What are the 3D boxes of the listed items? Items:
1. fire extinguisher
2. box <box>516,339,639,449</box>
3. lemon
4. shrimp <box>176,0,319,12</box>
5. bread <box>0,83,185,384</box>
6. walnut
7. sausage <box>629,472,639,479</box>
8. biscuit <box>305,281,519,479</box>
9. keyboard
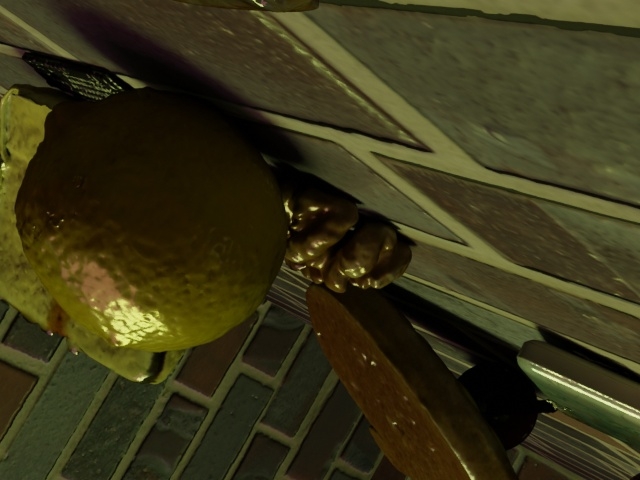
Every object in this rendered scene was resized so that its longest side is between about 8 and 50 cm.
[{"bbox_3d":[0.233,0.223,1.487,0.135,0.114,0.337,-3,171,5],"label":"fire extinguisher"},{"bbox_3d":[0.278,0.159,1.083,0.142,0.044,0.285,22,171,25],"label":"box"},{"bbox_3d":[-0.125,-0.013,0.849,0.231,0.192,0.192,52,163,-28],"label":"lemon"},{"bbox_3d":[-0.086,-0.139,0.363,0.169,0.058,0.296,21,175,14],"label":"shrimp"},{"bbox_3d":[-0.230,-0.008,1.117,0.263,0.236,0.198,24,175,30],"label":"bread"},{"bbox_3d":[0.000,0.000,0.961,0.143,0.069,0.170,34,170,-19],"label":"walnut"},{"bbox_3d":[0.485,0.373,1.355,0.280,0.152,0.152,19,167,48],"label":"sausage"},{"bbox_3d":[0.117,0.204,1.382,0.394,0.070,0.350,53,165,17],"label":"biscuit"},{"bbox_3d":[-0.219,-0.146,1.031,0.060,0.018,0.195,38,170,-36],"label":"keyboard"}]
